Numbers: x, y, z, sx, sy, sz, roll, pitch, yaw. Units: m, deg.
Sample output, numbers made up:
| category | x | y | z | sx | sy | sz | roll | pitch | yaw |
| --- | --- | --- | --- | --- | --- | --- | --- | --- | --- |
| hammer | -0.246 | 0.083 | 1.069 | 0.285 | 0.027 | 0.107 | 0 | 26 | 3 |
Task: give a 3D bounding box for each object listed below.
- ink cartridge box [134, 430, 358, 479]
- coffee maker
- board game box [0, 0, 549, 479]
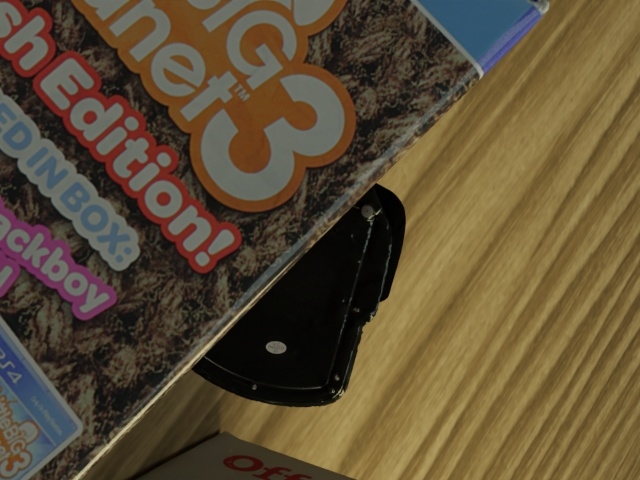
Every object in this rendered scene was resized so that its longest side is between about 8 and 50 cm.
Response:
| category | x | y | z | sx | sy | sz | roll | pitch | yaw |
| --- | --- | --- | --- | --- | --- | --- | --- | --- | --- |
| ink cartridge box | -0.060 | 0.266 | 0.849 | 0.385 | 0.279 | 0.160 | -22 | 122 | -54 |
| coffee maker | 0.000 | 0.000 | 0.908 | 0.171 | 0.120 | 0.178 | -51 | 180 | 7 |
| board game box | -0.104 | -0.002 | 0.503 | 0.291 | 0.141 | 0.232 | -45 | -178 | -9 |
